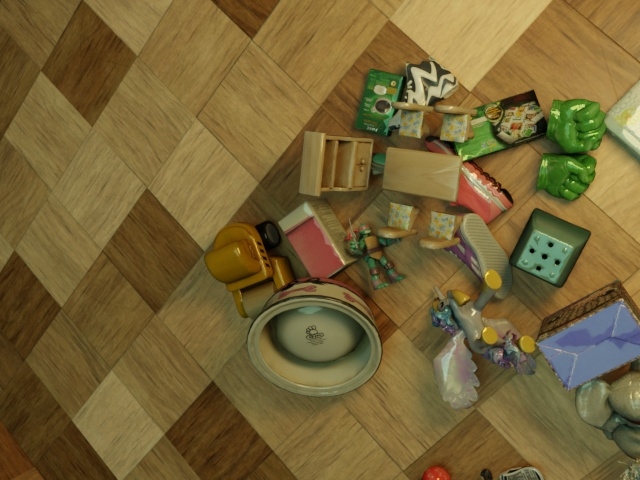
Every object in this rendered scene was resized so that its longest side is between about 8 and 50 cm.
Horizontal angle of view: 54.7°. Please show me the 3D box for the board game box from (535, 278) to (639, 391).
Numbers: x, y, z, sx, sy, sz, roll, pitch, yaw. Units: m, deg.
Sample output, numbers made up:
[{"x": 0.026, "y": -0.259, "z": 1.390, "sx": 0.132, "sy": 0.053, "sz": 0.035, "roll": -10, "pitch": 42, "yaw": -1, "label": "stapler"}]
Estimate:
[{"x": 0.701, "y": 0.235, "z": 1.585, "sx": 0.232, "sy": 0.291, "sz": 0.141, "roll": -35, "pitch": 81, "yaw": 22, "label": "board game box"}]

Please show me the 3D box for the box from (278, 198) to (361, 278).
[{"x": 0.000, "y": 0.000, "z": 1.939, "sx": 0.127, "sy": 0.148, "sz": 0.232, "roll": -35, "pitch": 81, "yaw": 24, "label": "box"}]

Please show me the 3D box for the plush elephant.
[{"x": 0.787, "y": 0.405, "z": 1.534, "sx": 0.271, "sy": 0.330, "sz": 0.255, "roll": -1, "pitch": 116, "yaw": 30, "label": "plush elephant"}]

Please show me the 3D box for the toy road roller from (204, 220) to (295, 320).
[{"x": -0.238, "y": 0.103, "z": 2.005, "sx": 0.202, "sy": 0.240, "sz": 0.330, "roll": -21, "pitch": 88, "yaw": 25, "label": "toy road roller"}]

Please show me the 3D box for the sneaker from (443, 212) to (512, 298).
[{"x": 0.442, "y": 0.042, "z": 1.796, "sx": 0.161, "sy": 0.102, "sz": 0.282, "roll": -4, "pitch": 119, "yaw": 60, "label": "sneaker"}]

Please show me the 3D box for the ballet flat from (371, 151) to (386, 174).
[{"x": 0.155, "y": -0.239, "z": 1.898, "sx": 0.213, "sy": 0.072, "sz": 0.068, "roll": 21, "pitch": 132, "yaw": 21, "label": "ballet flat"}]

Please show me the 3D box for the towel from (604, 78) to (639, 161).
[{"x": 0.947, "y": -0.288, "z": 1.530, "sx": 0.374, "sy": 0.090, "sz": 0.320, "roll": 46, "pitch": 108, "yaw": 12, "label": "towel"}]

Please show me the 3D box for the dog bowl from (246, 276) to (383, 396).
[{"x": -0.012, "y": 0.287, "z": 1.898, "sx": 0.407, "sy": 0.150, "sz": 0.408, "roll": 3, "pitch": 124, "yaw": 4, "label": "dog bowl"}]

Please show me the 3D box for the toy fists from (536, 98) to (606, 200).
[{"x": 0.658, "y": -0.233, "z": 1.619, "sx": 0.142, "sy": 0.096, "sz": 0.279, "roll": 11, "pitch": 122, "yaw": 19, "label": "toy fists"}]

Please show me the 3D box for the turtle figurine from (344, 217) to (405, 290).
[{"x": 0.168, "y": 0.026, "z": 1.893, "sx": 0.175, "sy": 0.118, "sz": 0.234, "roll": -22, "pitch": 89, "yaw": -17, "label": "turtle figurine"}]

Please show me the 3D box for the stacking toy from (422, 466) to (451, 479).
[{"x": 0.303, "y": 0.850, "z": 1.929, "sx": 0.141, "sy": 0.141, "sz": 0.330, "roll": 34, "pitch": 103, "yaw": 16, "label": "stacking toy"}]

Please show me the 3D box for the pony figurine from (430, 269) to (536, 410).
[{"x": 0.437, "y": 0.261, "z": 1.695, "sx": 0.302, "sy": 0.363, "sz": 0.351, "roll": -26, "pitch": 83, "yaw": -12, "label": "pony figurine"}]

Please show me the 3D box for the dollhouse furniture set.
[{"x": 0.177, "y": -0.189, "z": 1.665, "sx": 0.394, "sy": 0.256, "sz": 0.362, "roll": 14, "pitch": 104, "yaw": 36, "label": "dollhouse furniture set"}]

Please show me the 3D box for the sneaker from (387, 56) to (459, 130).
[{"x": 0.267, "y": -0.438, "z": 1.801, "sx": 0.235, "sy": 0.094, "sz": 0.153, "roll": -37, "pitch": 80, "yaw": 23, "label": "sneaker"}]

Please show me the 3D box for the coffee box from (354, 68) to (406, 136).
[{"x": 0.181, "y": -0.416, "z": 1.869, "sx": 0.113, "sy": 0.040, "sz": 0.184, "roll": 18, "pitch": 103, "yaw": 21, "label": "coffee box"}]

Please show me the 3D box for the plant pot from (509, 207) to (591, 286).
[{"x": 0.598, "y": 0.029, "z": 1.636, "sx": 0.165, "sy": 0.234, "sz": 0.166, "roll": 27, "pitch": 107, "yaw": 18, "label": "plant pot"}]

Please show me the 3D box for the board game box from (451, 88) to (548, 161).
[{"x": 0.481, "y": -0.312, "z": 1.693, "sx": 0.259, "sy": 0.030, "sz": 0.136, "roll": -17, "pitch": 85, "yaw": -1, "label": "board game box"}]

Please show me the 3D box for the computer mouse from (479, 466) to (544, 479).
[{"x": 0.573, "y": 0.716, "z": 1.838, "sx": 0.193, "sy": 0.042, "sz": 0.106, "roll": -27, "pitch": 81, "yaw": 30, "label": "computer mouse"}]

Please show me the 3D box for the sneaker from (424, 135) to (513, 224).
[{"x": 0.394, "y": -0.169, "z": 1.767, "sx": 0.314, "sy": 0.116, "sz": 0.136, "roll": 46, "pitch": 113, "yaw": 12, "label": "sneaker"}]
